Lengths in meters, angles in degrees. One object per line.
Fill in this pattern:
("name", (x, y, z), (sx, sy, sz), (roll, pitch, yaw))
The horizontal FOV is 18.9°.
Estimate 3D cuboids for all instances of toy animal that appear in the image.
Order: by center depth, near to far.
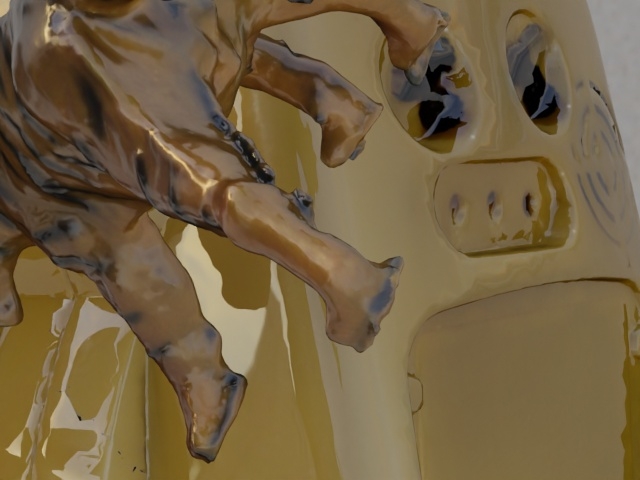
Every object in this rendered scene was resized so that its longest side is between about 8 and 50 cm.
("toy animal", (-0.036, -0.035, 0.421), (0.116, 0.255, 0.114), (25, 70, -7))

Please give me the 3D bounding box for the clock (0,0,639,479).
("clock", (0.000, 0.000, 0.646), (0.200, 0.317, 0.244), (-5, 0, 34))
